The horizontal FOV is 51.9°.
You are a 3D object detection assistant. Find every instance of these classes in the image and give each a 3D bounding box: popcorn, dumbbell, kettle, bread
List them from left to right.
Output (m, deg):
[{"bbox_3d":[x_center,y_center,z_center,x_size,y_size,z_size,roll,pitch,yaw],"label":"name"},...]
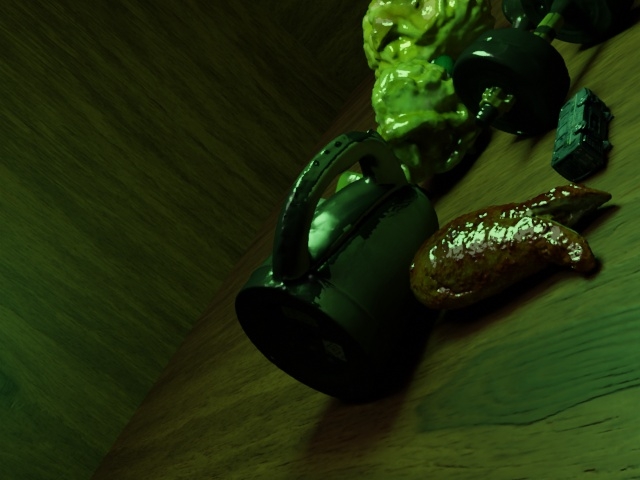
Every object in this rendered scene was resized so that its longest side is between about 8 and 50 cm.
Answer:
[{"bbox_3d":[0.044,0.006,0.952,0.228,0.321,0.324,9,46,36],"label":"kettle"},{"bbox_3d":[0.257,-0.543,1.701,0.349,0.349,0.381,-47,49,18],"label":"popcorn"},{"bbox_3d":[0.203,-0.227,1.272,0.212,0.259,0.259,-15,16,2],"label":"popcorn"},{"bbox_3d":[0.213,0.007,0.796,0.269,0.095,0.139,-31,30,48],"label":"bread"},{"bbox_3d":[0.363,-0.332,1.068,0.388,0.185,0.185,-54,12,-13],"label":"dumbbell"}]

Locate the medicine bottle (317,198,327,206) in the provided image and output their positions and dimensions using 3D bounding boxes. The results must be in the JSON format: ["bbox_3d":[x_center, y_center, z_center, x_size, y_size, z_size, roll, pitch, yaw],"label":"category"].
[{"bbox_3d":[0.000,0.000,1.430,0.165,0.165,0.273,-50,11,3],"label":"medicine bottle"}]

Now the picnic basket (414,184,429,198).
[{"bbox_3d":[0.145,-0.032,1.267,0.110,0.055,0.193,-40,17,42],"label":"picnic basket"}]

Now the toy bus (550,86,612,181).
[{"bbox_3d":[0.346,-0.143,0.876,0.065,0.047,0.166,-46,10,44],"label":"toy bus"}]

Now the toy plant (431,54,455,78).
[{"bbox_3d":[0.255,-0.303,1.491,0.243,0.113,0.232,-79,-2,-72],"label":"toy plant"}]

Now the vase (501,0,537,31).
[{"bbox_3d":[0.440,-0.475,1.426,0.182,0.120,0.120,-69,15,-10],"label":"vase"}]

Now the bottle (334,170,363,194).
[{"bbox_3d":[0.057,0.014,1.161,0.112,0.112,0.260,-133,57,-78],"label":"bottle"}]
